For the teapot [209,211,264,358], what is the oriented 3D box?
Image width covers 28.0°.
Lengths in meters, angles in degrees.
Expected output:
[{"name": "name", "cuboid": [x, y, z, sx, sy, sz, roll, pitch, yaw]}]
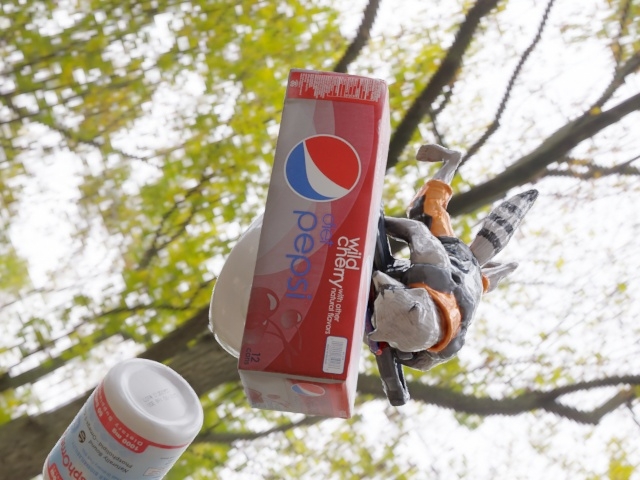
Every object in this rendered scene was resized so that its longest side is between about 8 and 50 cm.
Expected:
[{"name": "teapot", "cuboid": [-0.014, 0.080, 1.745, 0.187, 0.256, 0.252, 28, -30, 19]}]

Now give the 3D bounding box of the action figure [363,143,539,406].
[{"name": "action figure", "cuboid": [0.126, 0.001, 1.472, 0.179, 0.330, 0.341, -6, -62, 25]}]

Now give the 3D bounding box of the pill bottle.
[{"name": "pill bottle", "cuboid": [-0.171, 0.178, 1.048, 0.087, 0.087, 0.160, 46, -64, 17]}]

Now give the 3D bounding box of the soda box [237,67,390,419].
[{"name": "soda box", "cuboid": [0.000, 0.000, 1.006, 0.084, 0.263, 0.092, 6, -25, 7]}]
